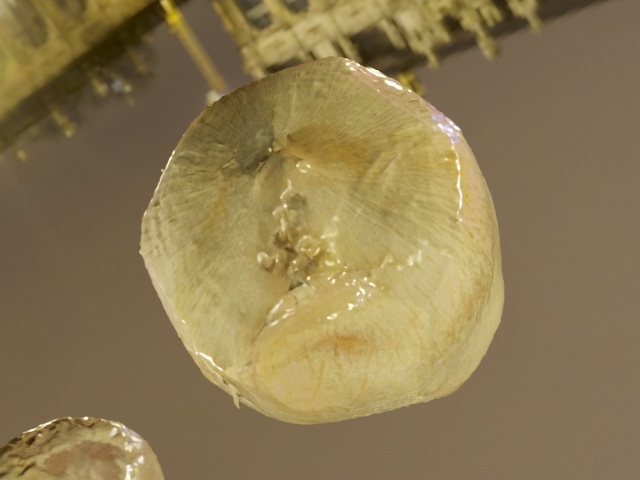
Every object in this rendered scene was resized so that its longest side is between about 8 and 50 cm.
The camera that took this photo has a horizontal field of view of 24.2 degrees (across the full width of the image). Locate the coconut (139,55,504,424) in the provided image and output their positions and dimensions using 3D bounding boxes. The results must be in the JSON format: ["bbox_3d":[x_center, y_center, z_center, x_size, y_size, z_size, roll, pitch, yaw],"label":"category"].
[{"bbox_3d":[0.000,0.000,1.597,0.404,0.405,0.404,-30,-164,10],"label":"coconut"}]

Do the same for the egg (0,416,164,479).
[{"bbox_3d":[-0.327,0.366,1.865,0.310,0.279,0.279,-43,-161,-33],"label":"egg"}]
